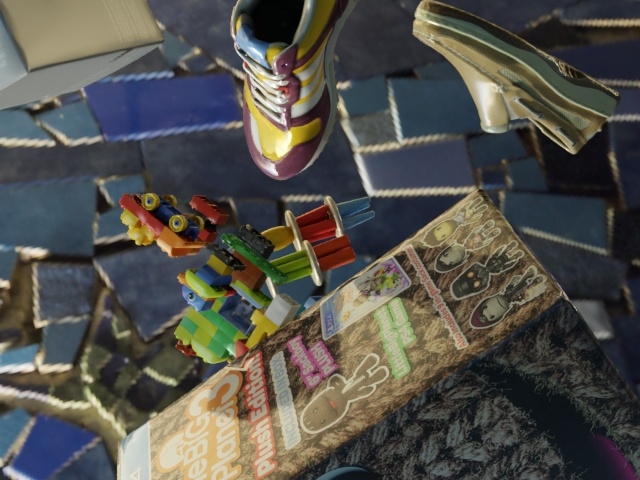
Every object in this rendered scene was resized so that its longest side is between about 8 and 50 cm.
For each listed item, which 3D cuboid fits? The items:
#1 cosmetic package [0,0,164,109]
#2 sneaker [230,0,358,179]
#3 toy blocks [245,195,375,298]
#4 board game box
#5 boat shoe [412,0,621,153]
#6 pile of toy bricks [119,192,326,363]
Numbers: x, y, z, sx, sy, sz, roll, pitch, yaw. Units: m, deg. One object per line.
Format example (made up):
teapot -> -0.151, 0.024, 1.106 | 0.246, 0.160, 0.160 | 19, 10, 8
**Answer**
cosmetic package -> -0.257, -0.183, 0.907 | 0.127, 0.107, 0.238 | -21, -169, 26
sneaker -> -0.027, -0.113, 0.632 | 0.084, 0.069, 0.186 | -34, 146, -49
toy blocks -> 0.000, 0.000, 1.145 | 0.148, 0.123, 0.054 | -20, 123, -8
board game box -> 0.058, 0.158, 0.633 | 0.291, 0.141, 0.232 | -36, 116, 8
boat shoe -> 0.140, -0.113, 0.758 | 0.190, 0.068, 0.072 | 21, 107, -26
pile of toy bricks -> -0.078, 0.054, 0.817 | 0.105, 0.212, 0.118 | -58, 158, 13
